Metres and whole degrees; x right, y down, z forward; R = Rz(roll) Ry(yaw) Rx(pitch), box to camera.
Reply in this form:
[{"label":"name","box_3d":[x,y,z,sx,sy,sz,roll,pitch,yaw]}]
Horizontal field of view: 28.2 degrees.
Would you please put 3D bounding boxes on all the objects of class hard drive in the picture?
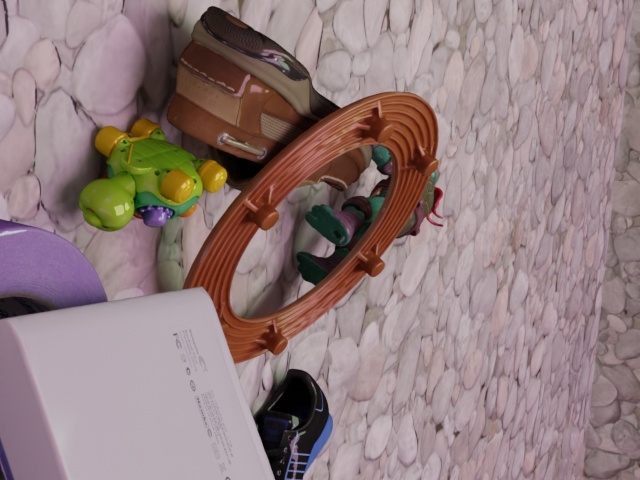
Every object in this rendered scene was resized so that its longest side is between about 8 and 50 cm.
[{"label":"hard drive","box_3d":[-0.118,0.144,0.885,0.318,0.040,0.210,-5,75,-74]}]

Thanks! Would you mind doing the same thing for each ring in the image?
[{"label":"ring","box_3d":[0.000,0.000,1.238,0.336,0.032,0.336,-37,154,-22]}]

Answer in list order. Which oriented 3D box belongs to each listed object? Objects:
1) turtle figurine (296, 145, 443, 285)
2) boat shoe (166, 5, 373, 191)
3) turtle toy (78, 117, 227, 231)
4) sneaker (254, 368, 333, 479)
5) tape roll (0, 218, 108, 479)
[{"label":"turtle figurine","box_3d":[0.066,-0.049,1.445,0.234,0.118,0.175,-44,139,-42]},{"label":"boat shoe","box_3d":[-0.054,-0.101,1.173,0.120,0.122,0.324,-57,154,-1]},{"label":"turtle toy","box_3d":[-0.144,-0.046,1.035,0.130,0.095,0.066,-25,144,-59]},{"label":"sneaker","box_3d":[-0.054,0.245,1.366,0.090,0.081,0.232,71,32,-44]},{"label":"tape roll","box_3d":[-0.254,0.117,0.864,0.275,0.090,0.275,-38,134,-53]}]
